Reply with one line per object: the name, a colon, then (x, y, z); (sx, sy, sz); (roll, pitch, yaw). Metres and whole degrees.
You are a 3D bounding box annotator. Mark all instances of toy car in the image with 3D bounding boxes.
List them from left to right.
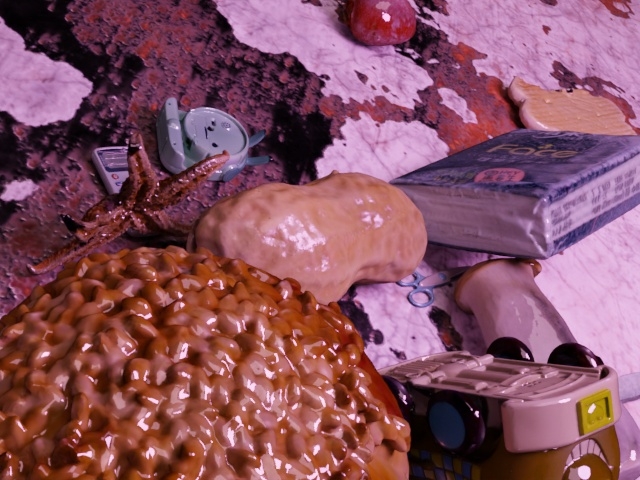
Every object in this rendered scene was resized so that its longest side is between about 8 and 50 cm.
toy car: (0.164, 0.208, 0.898); (0.204, 0.248, 0.198); (-10, 95, -38)

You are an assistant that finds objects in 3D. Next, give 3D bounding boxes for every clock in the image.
clock: (-0.128, -0.118, 1.141); (0.135, 0.041, 0.101); (8, 47, -27)

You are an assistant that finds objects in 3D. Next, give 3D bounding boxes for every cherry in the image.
cherry: (0.049, -0.357, 1.451); (0.226, 0.090, 0.107); (14, 47, -21)

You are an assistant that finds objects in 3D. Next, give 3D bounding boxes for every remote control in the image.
remote control: (-0.209, -0.055, 1.044); (0.053, 0.018, 0.124); (-8, 56, -37)

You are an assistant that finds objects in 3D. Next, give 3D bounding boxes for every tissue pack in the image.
tissue pack: (0.268, -0.067, 1.236); (0.228, 0.103, 0.316); (11, 24, 40)

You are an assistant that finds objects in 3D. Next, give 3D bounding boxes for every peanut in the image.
peanut: (0.000, 0.000, 1.044); (0.313, 0.149, 0.149); (-13, 59, -46)

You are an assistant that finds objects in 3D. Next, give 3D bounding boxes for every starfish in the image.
starfish: (-0.184, -0.028, 0.946); (0.057, 0.213, 0.238); (57, 9, 14)

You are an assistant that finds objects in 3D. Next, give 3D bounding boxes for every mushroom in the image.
mushroom: (0.241, 0.149, 1.063); (0.159, 0.122, 0.328); (13, 43, -38)

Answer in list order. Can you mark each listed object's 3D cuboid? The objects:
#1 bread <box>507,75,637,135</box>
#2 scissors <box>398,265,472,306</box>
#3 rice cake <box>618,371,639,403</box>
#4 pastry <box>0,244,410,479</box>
bread: (0.424, -0.190, 1.574); (0.251, 0.039, 0.181); (6, 48, -29)
scissors: (0.145, 0.048, 1.179); (0.119, 0.014, 0.058); (-16, 61, -38)
rice cake: (0.378, 0.186, 1.187); (0.171, 0.029, 0.033); (-5, 60, -35)
pastry: (-0.091, 0.182, 0.718); (0.410, 0.245, 0.409); (17, 45, -17)
